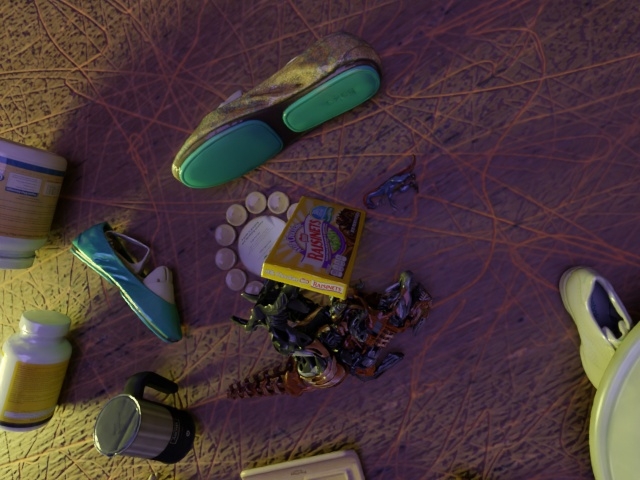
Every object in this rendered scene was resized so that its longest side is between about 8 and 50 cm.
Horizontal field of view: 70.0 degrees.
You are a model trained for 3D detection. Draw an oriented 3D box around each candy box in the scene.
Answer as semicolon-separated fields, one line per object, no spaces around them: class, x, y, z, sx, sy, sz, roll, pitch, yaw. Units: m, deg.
candy box;0.000;0.000;0.619;0.105;0.206;0.027;12;120;5

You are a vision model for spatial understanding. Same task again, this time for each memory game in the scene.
memory game;-0.086;0.011;0.735;0.186;0.012;0.186;0;90;12

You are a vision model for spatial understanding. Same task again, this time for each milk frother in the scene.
milk frother;-0.296;0.287;0.716;0.143;0.135;0.129;-26;53;8

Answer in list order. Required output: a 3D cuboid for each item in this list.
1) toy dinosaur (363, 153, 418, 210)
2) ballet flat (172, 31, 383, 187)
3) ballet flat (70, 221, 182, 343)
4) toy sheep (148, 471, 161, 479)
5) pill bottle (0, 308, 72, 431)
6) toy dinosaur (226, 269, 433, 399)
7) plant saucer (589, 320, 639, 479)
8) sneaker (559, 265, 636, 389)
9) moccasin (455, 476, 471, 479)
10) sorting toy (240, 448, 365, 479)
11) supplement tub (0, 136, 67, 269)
toy dinosaur;0.105;-0.078;0.692;0.082;0.047;0.090;-5;55;21
ballet flat;-0.075;-0.199;0.693;0.348;0.123;0.123;-27;84;11
ballet flat;-0.299;0.058;0.750;0.247;0.083;0.087;41;84;8
toy sheep;-0.256;0.433;0.734;0.132;0.091;0.091;23;94;6
pill bottle;-0.487;0.216;0.775;0.103;0.103;0.184;19;94;12
toy dinosaur;-0.004;0.139;0.651;0.322;0.164;0.218;-40;105;-8
plant saucer;0.525;0.231;0.510;0.399;0.100;0.401;0;98;0
sneaker;0.381;0.136;0.590;0.080;0.094;0.212;-27;84;9
moccasin;0.151;0.515;0.617;0.146;0.139;0.380;23;93;37
sorting toy;-0.008;0.432;0.706;0.192;0.038;0.209;-17;90;12
supplement tub;-0.525;-0.065;0.764;0.144;0.144;0.200;17;93;12
